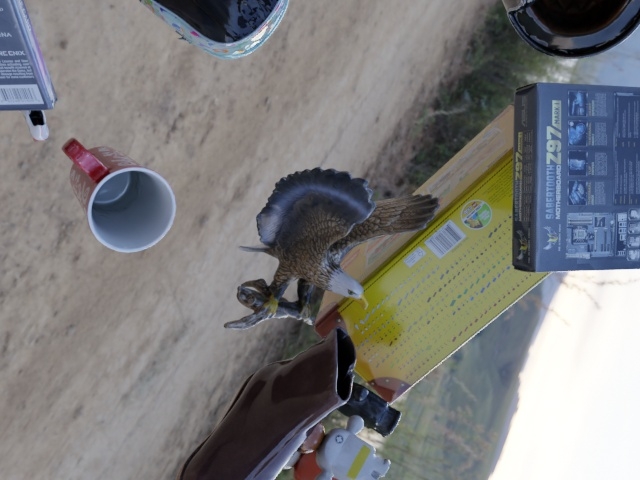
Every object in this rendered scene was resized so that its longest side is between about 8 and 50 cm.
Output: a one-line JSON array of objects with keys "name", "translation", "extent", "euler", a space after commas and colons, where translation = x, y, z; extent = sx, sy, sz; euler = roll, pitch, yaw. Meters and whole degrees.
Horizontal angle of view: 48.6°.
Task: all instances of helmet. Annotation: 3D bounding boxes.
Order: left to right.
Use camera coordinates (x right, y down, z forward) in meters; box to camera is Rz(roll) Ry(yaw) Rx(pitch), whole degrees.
[{"name": "helmet", "translation": [0.246, -0.267, 0.677], "extent": [0.169, 0.170, 0.161], "euler": [-68, 163, 0]}]

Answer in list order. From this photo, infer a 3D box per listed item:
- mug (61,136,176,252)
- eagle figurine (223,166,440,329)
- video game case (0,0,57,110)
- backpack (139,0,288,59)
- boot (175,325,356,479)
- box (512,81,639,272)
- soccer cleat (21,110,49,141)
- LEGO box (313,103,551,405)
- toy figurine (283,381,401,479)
[{"name": "mug", "translation": [-0.279, -0.082, 0.955], "extent": [0.113, 0.169, 0.150], "euler": [-19, 118, -23]}, {"name": "eagle figurine", "translation": [0.009, 0.006, 1.063], "extent": [0.298, 0.225, 0.226], "euler": [-58, -174, 22]}, {"name": "video game case", "translation": [-0.373, -0.233, 0.635], "extent": [0.274, 0.196, 0.026], "euler": [88, 1, -45]}, {"name": "backpack", "translation": [-0.186, -0.455, 1.271], "extent": [0.225, 0.254, 0.191], "euler": [-54, 176, -3]}, {"name": "boot", "translation": [-0.057, 0.217, 0.777], "extent": [0.207, 0.090, 0.248], "euler": [-39, -160, 28]}, {"name": "box", "translation": [0.336, -0.077, 0.890], "extent": [0.059, 0.184, 0.232], "euler": [-173, -98, -74]}, {"name": "soccer cleat", "translation": [-0.361, -0.162, 0.890], "extent": [0.029, 0.083, 0.035], "euler": [-15, 155, -30]}, {"name": "LEGO box", "translation": [0.243, 0.004, 1.277], "extent": [0.500, 0.193, 0.372], "euler": [-43, -174, 16]}, {"name": "toy figurine", "translation": [-0.005, 0.294, 0.962], "extent": [0.213, 0.148, 0.209], "euler": [-59, 177, 21]}]
